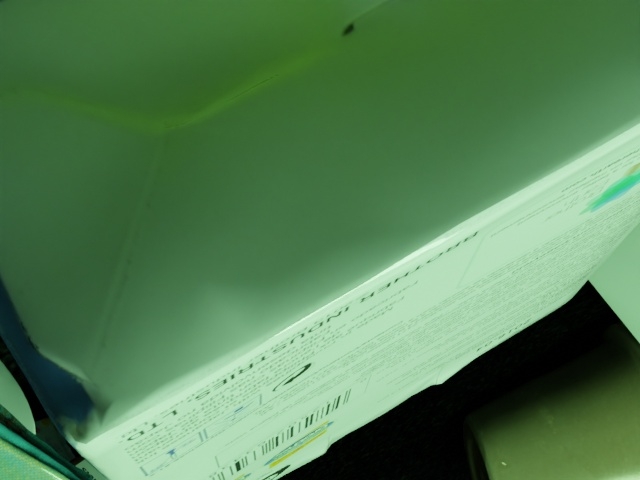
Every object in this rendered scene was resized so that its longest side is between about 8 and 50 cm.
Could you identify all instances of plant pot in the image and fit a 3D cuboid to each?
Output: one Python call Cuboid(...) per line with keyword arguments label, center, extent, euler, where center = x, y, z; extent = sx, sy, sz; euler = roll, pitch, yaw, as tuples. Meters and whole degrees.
Cuboid(label="plant pot", center=(0.277, 0.228, 1.231), extent=(0.229, 0.263, 0.263), euler=(-14, 152, -3))

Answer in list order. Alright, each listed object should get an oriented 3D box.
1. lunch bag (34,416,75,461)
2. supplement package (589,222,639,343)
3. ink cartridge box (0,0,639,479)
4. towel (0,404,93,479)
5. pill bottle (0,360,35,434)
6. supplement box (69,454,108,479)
Cuboid(label="lunch bag", center=(-0.196, 0.151, 0.721), extent=(0.071, 0.053, 0.083), euler=(-5, 148, -49))
Cuboid(label="supplement package", center=(0.381, -0.001, 0.969), extent=(0.145, 0.204, 0.262), euler=(-4, 141, -46))
Cuboid(label="ink cartridge box", center=(0.000, 0.000, 0.538), extent=(0.270, 0.151, 0.395), euler=(-29, 163, -11))
Cuboid(label="towel", center=(-0.299, 0.134, 0.451), extent=(0.370, 0.040, 0.271), euler=(-37, 121, 8))
Cuboid(label="pill bottle", center=(-0.240, 0.127, 0.553), extent=(0.208, 0.117, 0.117), euler=(-39, 154, 8))
Cuboid(label="supplement box", center=(-0.103, 0.161, 0.747), extent=(0.239, 0.073, 0.130), euler=(-31, 161, -52))
